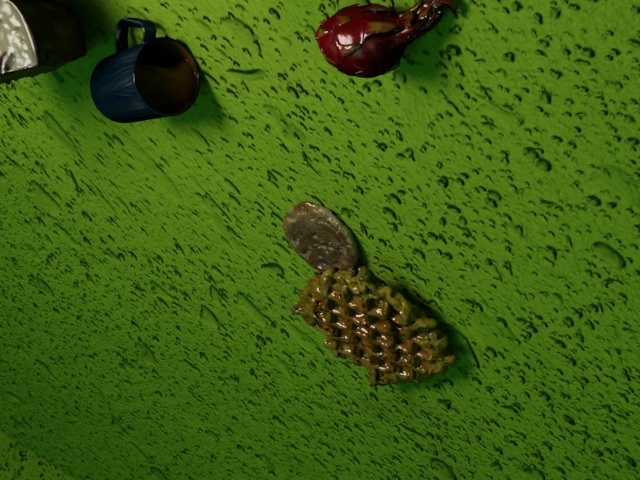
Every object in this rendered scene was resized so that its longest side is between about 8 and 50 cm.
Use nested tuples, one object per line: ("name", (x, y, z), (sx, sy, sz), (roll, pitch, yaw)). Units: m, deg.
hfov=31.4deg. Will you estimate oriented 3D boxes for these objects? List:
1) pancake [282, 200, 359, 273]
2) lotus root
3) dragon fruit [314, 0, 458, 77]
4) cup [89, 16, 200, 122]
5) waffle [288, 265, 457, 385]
("pancake", (0.000, 0.000, 1.743), (0.140, 0.022, 0.139), (27, 142, 23))
("lotus root", (-0.480, -0.313, 1.730), (0.267, 0.260, 0.149), (-8, 101, 22))
("dragon fruit", (0.079, -0.243, 1.357), (0.191, 0.094, 0.094), (-5, 123, 35))
("cup", (-0.261, -0.251, 1.700), (0.113, 0.150, 0.138), (25, 162, -37))
("waffle", (0.082, 0.136, 1.758), (0.254, 0.052, 0.245), (43, 146, -10))
